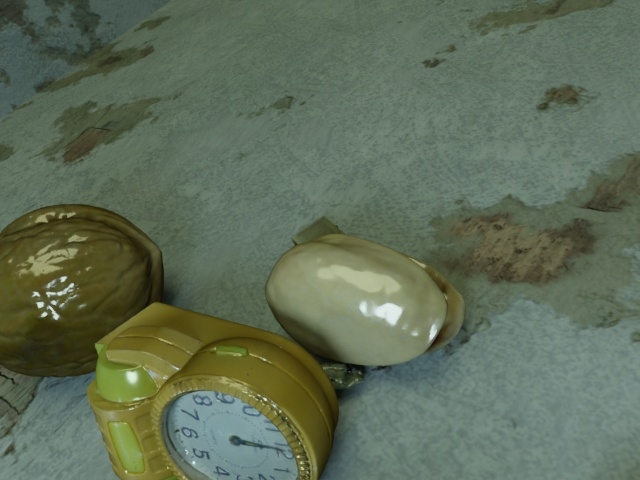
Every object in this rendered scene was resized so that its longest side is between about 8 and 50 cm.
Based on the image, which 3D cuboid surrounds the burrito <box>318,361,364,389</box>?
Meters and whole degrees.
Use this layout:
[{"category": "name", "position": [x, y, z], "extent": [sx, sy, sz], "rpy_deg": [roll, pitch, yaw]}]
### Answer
[{"category": "burrito", "position": [-0.021, 0.203, 0.955], "extent": [0.188, 0.045, 0.058], "rpy_deg": [-5, 26, 24]}]

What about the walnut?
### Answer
[{"category": "walnut", "position": [-0.432, 0.083, 1.119], "extent": [0.332, 0.333, 0.333], "rpy_deg": [-14, 39, 12]}]

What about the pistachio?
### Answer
[{"category": "pistachio", "position": [0.054, 0.090, 0.952], "extent": [0.299, 0.187, 0.187], "rpy_deg": [14, 51, 29]}]

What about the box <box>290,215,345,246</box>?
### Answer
[{"category": "box", "position": [0.000, 0.000, 1.188], "extent": [0.083, 0.035, 0.079], "rpy_deg": [-32, 39, -12]}]

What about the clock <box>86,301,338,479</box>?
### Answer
[{"category": "clock", "position": [-0.129, 0.223, 0.842], "extent": [0.317, 0.244, 0.200], "rpy_deg": [3, 30, 25]}]
